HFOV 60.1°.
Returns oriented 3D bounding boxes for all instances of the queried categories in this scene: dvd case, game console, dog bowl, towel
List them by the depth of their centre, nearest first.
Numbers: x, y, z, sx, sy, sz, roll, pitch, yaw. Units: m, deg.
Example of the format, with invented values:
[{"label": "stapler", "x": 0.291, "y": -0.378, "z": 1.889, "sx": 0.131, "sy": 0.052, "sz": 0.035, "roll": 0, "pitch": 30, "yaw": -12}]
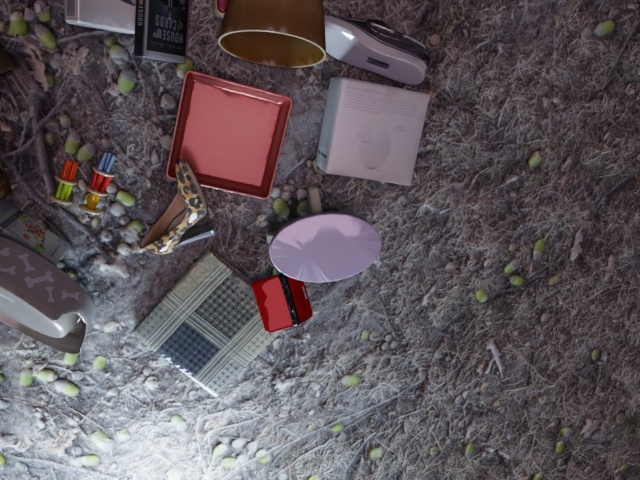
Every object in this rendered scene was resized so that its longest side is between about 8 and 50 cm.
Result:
[{"label": "dvd case", "x": -0.333, "y": -0.508, "z": 1.182, "sx": 0.029, "sy": 0.179, "sz": 0.239, "roll": 11, "pitch": 106, "yaw": 13}, {"label": "dog bowl", "x": -0.660, "y": 0.118, "z": 1.234, "sx": 0.348, "sy": 0.348, "sz": 0.102, "roll": 40, "pitch": 56, "yaw": -20}, {"label": "game console", "x": -0.099, "y": 0.157, "z": 1.477, "sx": 0.085, "sy": 0.124, "sz": 0.144, "roll": -14, "pitch": 94, "yaw": 31}, {"label": "towel", "x": -0.285, "y": 0.223, "z": 1.487, "sx": 0.324, "sy": 0.056, "sz": 0.312, "roll": -45, "pitch": 107, "yaw": 6}]

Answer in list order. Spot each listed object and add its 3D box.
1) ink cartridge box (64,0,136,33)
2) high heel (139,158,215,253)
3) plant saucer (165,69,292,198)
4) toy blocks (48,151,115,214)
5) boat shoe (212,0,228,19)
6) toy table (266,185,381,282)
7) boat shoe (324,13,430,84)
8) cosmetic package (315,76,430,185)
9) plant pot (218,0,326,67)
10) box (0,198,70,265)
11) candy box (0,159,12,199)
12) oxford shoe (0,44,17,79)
[{"label": "ink cartridge box", "x": -0.381, "y": -0.578, "z": 1.128, "sx": 0.261, "sy": 0.066, "sz": 0.296, "roll": -11, "pitch": 114, "yaw": -48}, {"label": "high heel", "x": -0.364, "y": -0.070, "z": 1.309, "sx": 0.186, "sy": 0.093, "sz": 0.261, "roll": -18, "pitch": 139, "yaw": -11}, {"label": "plant saucer", "x": -0.223, "y": -0.253, "z": 1.348, "sx": 0.258, "sy": 0.048, "sz": 0.259, "roll": 11, "pitch": 103, "yaw": -15}, {"label": "toy blocks", "x": -0.555, "y": -0.150, "z": 1.303, "sx": 0.123, "sy": 0.054, "sz": 0.148, "roll": 21, "pitch": 101, "yaw": -18}, {"label": "boat shoe", "x": -0.202, "y": -0.585, "z": 1.243, "sx": 0.063, "sy": 0.059, "sz": 0.170, "roll": 10, "pitch": 104, "yaw": -15}, {"label": "toy table", "x": 0.000, "y": 0.000, "z": 1.414, "sx": 0.274, "sy": 0.161, "sz": 0.252, "roll": 6, "pitch": 106, "yaw": -13}, {"label": "boat shoe", "x": 0.125, "y": -0.481, "z": 1.330, "sx": 0.301, "sy": 0.108, "sz": 0.102, "roll": 20, "pitch": 69, "yaw": -5}, {"label": "cosmetic package", "x": 0.123, "y": -0.272, "z": 1.368, "sx": 0.224, "sy": 0.138, "sz": 0.225, "roll": 7, "pitch": 106, "yaw": -14}, {"label": "plant pot", "x": -0.093, "y": -0.540, "z": 1.213, "sx": 0.237, "sy": 0.237, "sz": 0.254, "roll": 6, "pitch": 90, "yaw": -14}, {"label": "box", "x": -0.680, "y": -0.012, "z": 1.270, "sx": 0.186, "sy": 0.145, "sz": 0.038, "roll": 42, "pitch": 95, "yaw": -20}, {"label": "candy box", "x": -0.752, "y": -0.178, "z": 1.223, "sx": 0.053, "sy": 0.109, "sz": 0.187, "roll": -11, "pitch": 109, "yaw": -9}, {"label": "oxford shoe", "x": -0.753, "y": -0.325, "z": 1.193, "sx": 0.227, "sy": 0.083, "sz": 0.096, "roll": -41, "pitch": 115, "yaw": 3}]
